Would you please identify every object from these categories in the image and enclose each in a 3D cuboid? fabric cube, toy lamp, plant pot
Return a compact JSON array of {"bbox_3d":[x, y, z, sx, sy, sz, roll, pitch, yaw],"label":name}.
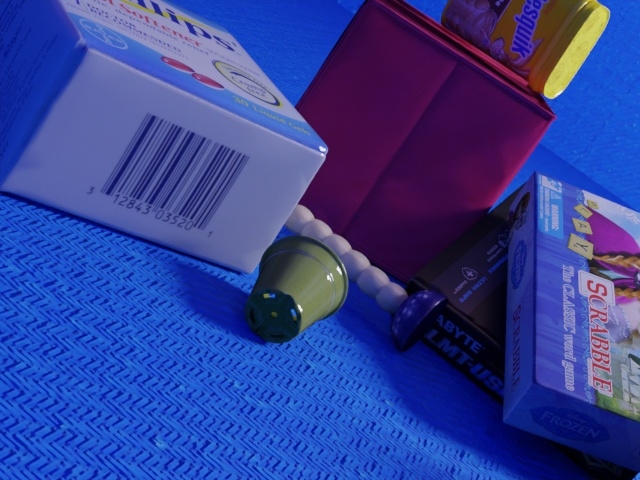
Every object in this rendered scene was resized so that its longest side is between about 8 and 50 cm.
[{"bbox_3d":[0.098,-0.134,1.361,0.259,0.258,0.254,32,17,-4],"label":"fabric cube"},{"bbox_3d":[0.000,0.000,1.118,0.275,0.080,0.080,40,18,18],"label":"toy lamp"},{"bbox_3d":[-0.028,0.049,0.943,0.083,0.083,0.079,35,30,3],"label":"plant pot"}]

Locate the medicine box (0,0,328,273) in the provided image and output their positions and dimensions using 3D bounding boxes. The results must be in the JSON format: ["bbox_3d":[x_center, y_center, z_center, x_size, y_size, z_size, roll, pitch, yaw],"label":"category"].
[{"bbox_3d":[-0.180,-0.134,1.027,0.263,0.149,0.289,21,22,-38],"label":"medicine box"}]

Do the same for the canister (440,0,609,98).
[{"bbox_3d":[0.245,-0.269,1.350,0.170,0.126,0.073,39,17,25],"label":"canister"}]

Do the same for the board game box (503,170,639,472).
[{"bbox_3d":[0.343,0.100,1.117,0.318,0.066,0.318,21,41,-8],"label":"board game box"}]

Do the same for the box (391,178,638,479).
[{"bbox_3d":[0.273,0.087,1.203,0.293,0.073,0.295,38,43,17],"label":"box"}]
